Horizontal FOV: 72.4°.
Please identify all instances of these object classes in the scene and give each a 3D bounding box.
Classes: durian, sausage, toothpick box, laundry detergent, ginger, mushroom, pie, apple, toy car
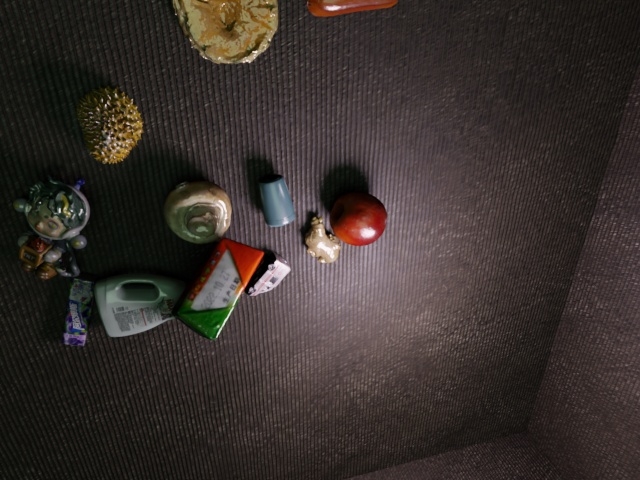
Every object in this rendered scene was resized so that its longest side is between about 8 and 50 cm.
[{"bbox_3d":[-0.673,-0.367,1.401,0.183,0.138,0.250,-7,112,-4],"label":"durian"},{"bbox_3d":[0.115,-0.806,1.438,0.330,0.102,0.102,-13,119,-10],"label":"sausage"},{"bbox_3d":[-0.170,-0.156,1.669,0.120,0.120,0.184,-16,116,-9],"label":"toothpick box"},{"bbox_3d":[-0.644,0.229,1.716,0.397,0.125,0.264,-9,121,-14],"label":"laundry detergent"},{"bbox_3d":[-0.003,0.004,1.829,0.137,0.074,0.213,-40,125,-5],"label":"ginger"},{"bbox_3d":[-0.442,-0.103,1.578,0.254,0.184,0.255,-6,131,-7],"label":"mushroom"},{"bbox_3d":[-0.289,-0.720,1.361,0.339,0.083,0.340,-7,115,-14],"label":"pie"},{"bbox_3d":[0.151,-0.087,1.747,0.201,0.218,0.218,20,109,-27],"label":"apple"},{"bbox_3d":[-0.225,0.153,1.828,0.108,0.089,0.210,37,98,-34],"label":"toy car"}]

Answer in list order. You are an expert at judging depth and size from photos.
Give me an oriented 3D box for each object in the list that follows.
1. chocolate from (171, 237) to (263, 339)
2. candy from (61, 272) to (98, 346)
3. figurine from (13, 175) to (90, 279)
[{"bbox_3d":[-0.387,0.170,1.590,0.161,0.360,0.341,32,71,-16],"label":"chocolate"},{"bbox_3d":[-0.927,0.268,1.683,0.088,0.061,0.313,12,112,-20],"label":"candy"},{"bbox_3d":[-0.906,-0.041,1.466,0.261,0.186,0.382,27,112,-16],"label":"figurine"}]
